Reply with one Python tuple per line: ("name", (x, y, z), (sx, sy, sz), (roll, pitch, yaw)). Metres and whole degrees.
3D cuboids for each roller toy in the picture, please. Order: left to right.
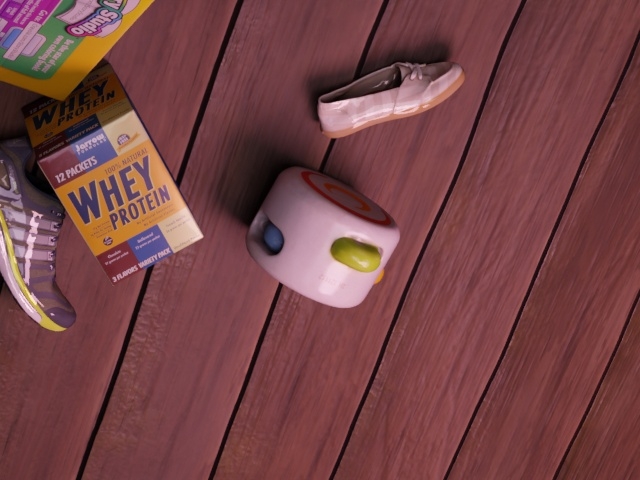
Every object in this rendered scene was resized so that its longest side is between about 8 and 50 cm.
("roller toy", (0.000, 0.000, 1.998), (0.191, 0.209, 0.146), (32, 104, 8))

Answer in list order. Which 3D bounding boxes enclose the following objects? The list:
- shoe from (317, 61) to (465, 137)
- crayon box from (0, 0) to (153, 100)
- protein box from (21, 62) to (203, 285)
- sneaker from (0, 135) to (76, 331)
("shoe", (0.098, -0.207, 1.992), (0.219, 0.076, 0.058), (-22, 125, -4))
("crayon box", (-0.370, -0.318, 1.648), (0.313, 0.363, 0.106), (17, 65, -25))
("protein box", (-0.272, -0.090, 1.859), (0.136, 0.200, 0.201), (-29, 120, -3))
("sneaker", (-0.386, -0.006, 1.920), (0.121, 0.111, 0.300), (-26, 122, -9))
